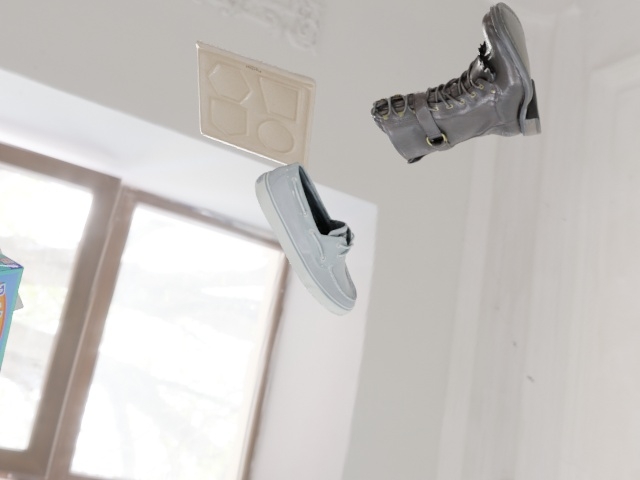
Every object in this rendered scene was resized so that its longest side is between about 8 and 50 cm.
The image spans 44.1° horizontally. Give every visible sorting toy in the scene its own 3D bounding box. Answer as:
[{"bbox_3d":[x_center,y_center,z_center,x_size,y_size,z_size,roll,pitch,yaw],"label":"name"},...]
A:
[{"bbox_3d":[-0.099,-0.209,1.226,0.208,0.193,0.038,96,19,-54],"label":"sorting toy"}]

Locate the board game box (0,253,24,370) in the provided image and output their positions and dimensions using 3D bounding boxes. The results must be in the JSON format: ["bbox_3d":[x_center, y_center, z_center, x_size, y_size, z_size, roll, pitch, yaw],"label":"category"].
[{"bbox_3d":[-0.445,0.103,0.879,0.047,0.210,0.160,25,-74,27],"label":"board game box"}]

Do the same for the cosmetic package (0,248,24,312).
[{"bbox_3d":[-0.580,-0.041,1.018,0.098,0.284,0.377,-23,-91,25],"label":"cosmetic package"}]

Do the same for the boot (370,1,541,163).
[{"bbox_3d":[0.179,-0.199,1.099,0.229,0.263,0.091,-9,-125,19],"label":"boot"}]

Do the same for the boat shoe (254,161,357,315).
[{"bbox_3d":[0.000,-0.001,1.051,0.081,0.227,0.079,-24,-162,23],"label":"boat shoe"}]
